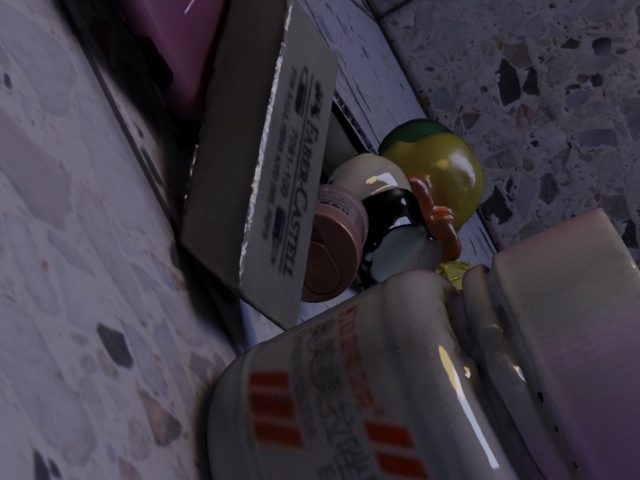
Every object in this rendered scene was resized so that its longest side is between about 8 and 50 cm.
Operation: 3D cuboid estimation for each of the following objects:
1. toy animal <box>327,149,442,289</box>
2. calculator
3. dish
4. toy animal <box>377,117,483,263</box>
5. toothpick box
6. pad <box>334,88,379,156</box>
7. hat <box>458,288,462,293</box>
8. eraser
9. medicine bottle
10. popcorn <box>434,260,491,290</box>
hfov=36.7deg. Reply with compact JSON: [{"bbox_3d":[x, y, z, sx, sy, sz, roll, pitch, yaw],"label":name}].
[{"bbox_3d":[0.073,-0.025,1.323,0.166,0.138,0.179,77,-12,-55],"label":"toy animal"},{"bbox_3d":[-0.112,-0.209,0.931,0.194,0.043,0.294,-66,147,-35],"label":"calculator"},{"bbox_3d":[0.021,-0.142,1.446,0.191,0.066,0.191,55,9,-14],"label":"dish"},{"bbox_3d":[0.208,-0.115,1.814,0.216,0.191,0.338,51,19,-20],"label":"toy animal"},{"bbox_3d":[0.000,0.000,1.055,0.098,0.098,0.149,60,13,-9],"label":"toothpick box"},{"bbox_3d":[0.059,-0.169,1.481,0.269,0.012,0.270,52,8,-40],"label":"pad"},{"bbox_3d":[0.296,0.232,1.349,0.400,0.285,0.285,47,20,-56],"label":"hat"},{"bbox_3d":[-0.051,-0.091,0.894,0.111,0.077,0.352,43,47,-50],"label":"eraser"},{"bbox_3d":[0.108,0.140,0.712,0.256,0.325,0.256,56,17,-26],"label":"medicine bottle"},{"bbox_3d":[0.229,0.091,1.611,0.141,0.162,0.135,20,39,-30],"label":"popcorn"}]
